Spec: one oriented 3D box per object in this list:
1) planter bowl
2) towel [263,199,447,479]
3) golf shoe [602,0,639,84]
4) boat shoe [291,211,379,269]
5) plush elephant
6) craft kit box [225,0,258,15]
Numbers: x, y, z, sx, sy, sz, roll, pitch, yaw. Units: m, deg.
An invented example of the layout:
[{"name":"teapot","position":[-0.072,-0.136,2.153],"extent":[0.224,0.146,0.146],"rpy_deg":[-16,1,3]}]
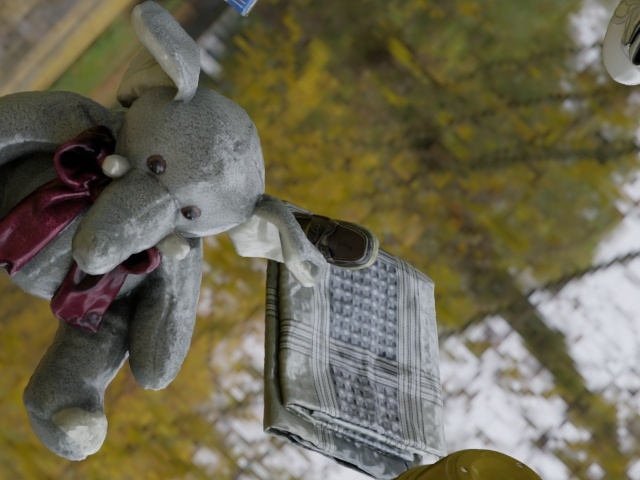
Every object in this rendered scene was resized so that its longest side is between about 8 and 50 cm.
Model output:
[{"name":"planter bowl","position":[0.158,0.262,1.815],"extent":[0.217,0.217,0.090],"rpy_deg":[-58,173,-62]},{"name":"towel","position":[0.048,0.137,2.397],"extent":[0.056,0.312,0.324],"rpy_deg":[-20,-123,36]},{"name":"golf shoe","position":[0.262,-0.165,1.542],"extent":[0.086,0.069,0.176],"rpy_deg":[-48,176,-28]},{"name":"boat shoe","position":[0.000,0.000,2.123],"extent":[0.152,0.049,0.056],"rpy_deg":[10,-88,46]},{"name":"plush elephant","position":[-0.147,-0.025,1.456],"extent":[0.330,0.272,0.255],"rpy_deg":[-45,-169,-29]},{"name":"craft kit box","position":[-0.088,-0.363,1.631],"extent":[0.250,0.247,0.061],"rpy_deg":[-52,-177,6]}]
